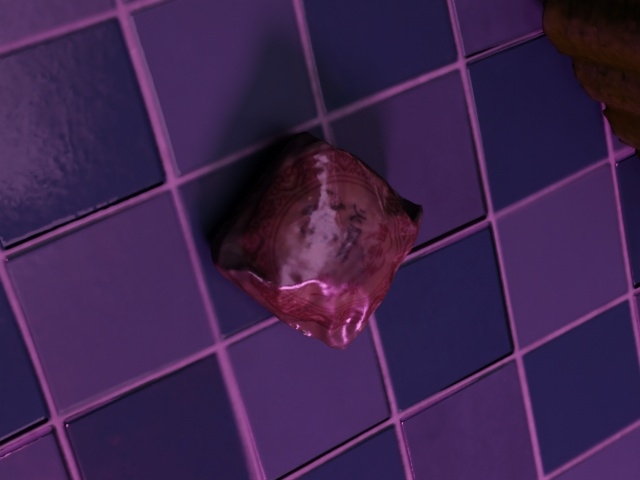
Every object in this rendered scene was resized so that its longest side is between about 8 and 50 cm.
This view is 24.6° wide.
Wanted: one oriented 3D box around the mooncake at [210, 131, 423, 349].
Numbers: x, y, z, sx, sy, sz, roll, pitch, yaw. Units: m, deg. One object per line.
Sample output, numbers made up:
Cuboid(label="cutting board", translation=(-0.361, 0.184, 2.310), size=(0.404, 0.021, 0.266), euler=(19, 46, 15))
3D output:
Cuboid(label="mooncake", translation=(0.000, 0.000, 1.017), size=(0.130, 0.073, 0.125), euler=(32, 87, -33))

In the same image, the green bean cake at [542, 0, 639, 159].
Cuboid(label="green bean cake", translation=(0.368, -0.174, 1.119), size=(0.319, 0.218, 0.335), euler=(44, 76, -33))
